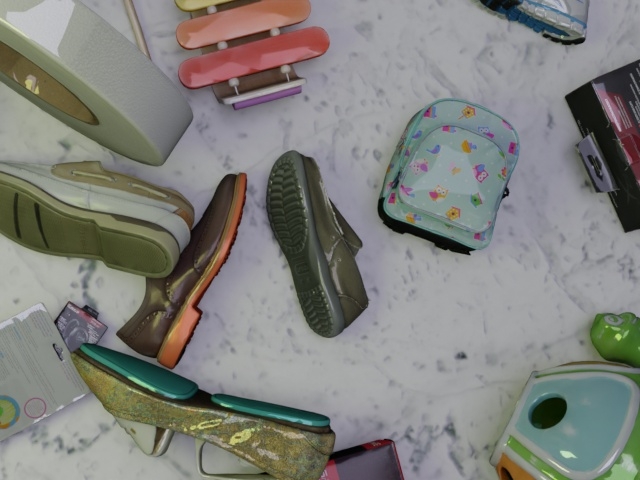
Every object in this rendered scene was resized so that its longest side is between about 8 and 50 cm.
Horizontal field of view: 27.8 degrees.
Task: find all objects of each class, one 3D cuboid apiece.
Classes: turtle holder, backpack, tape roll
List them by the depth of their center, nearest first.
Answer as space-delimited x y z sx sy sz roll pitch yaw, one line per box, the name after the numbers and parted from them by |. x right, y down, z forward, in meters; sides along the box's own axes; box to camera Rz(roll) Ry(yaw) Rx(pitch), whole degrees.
-0.328 -0.224 1.518 0.392 0.392 0.072 34 79 -5 | tape roll
0.362 0.246 1.663 0.227 0.243 0.320 25 90 11 | turtle holder
0.175 -0.094 1.713 0.166 0.144 0.188 20 79 -2 | backpack

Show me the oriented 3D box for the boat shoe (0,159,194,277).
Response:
-0.307 -0.044 1.644 0.302 0.113 0.103 20 48 7 | boat shoe

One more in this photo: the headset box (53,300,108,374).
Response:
-0.318 0.122 1.663 0.062 0.032 0.083 34 79 -5 | headset box

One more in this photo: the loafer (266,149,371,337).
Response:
0.000 0.000 1.709 0.087 0.094 0.251 -18 97 -35 | loafer

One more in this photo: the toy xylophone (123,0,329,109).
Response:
-0.142 -0.317 1.711 0.236 0.081 0.322 -24 88 -10 | toy xylophone

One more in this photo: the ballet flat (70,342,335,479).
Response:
-0.157 0.228 1.593 0.349 0.123 0.123 17 82 6 | ballet flat

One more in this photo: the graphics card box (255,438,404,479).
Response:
-0.055 0.412 1.648 0.371 0.094 0.232 -13 87 -10 | graphics card box

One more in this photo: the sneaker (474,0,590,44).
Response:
0.292 -0.345 1.799 0.191 0.071 0.083 23 75 -15 | sneaker

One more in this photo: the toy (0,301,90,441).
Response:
-0.428 0.186 1.619 0.237 0.056 0.137 -29 109 -14 | toy

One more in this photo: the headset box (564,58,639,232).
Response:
0.496 -0.156 1.786 0.293 0.110 0.218 -24 89 -11 | headset box

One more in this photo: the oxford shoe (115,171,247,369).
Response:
-0.174 0.025 1.667 0.098 0.097 0.271 25 81 0 | oxford shoe
